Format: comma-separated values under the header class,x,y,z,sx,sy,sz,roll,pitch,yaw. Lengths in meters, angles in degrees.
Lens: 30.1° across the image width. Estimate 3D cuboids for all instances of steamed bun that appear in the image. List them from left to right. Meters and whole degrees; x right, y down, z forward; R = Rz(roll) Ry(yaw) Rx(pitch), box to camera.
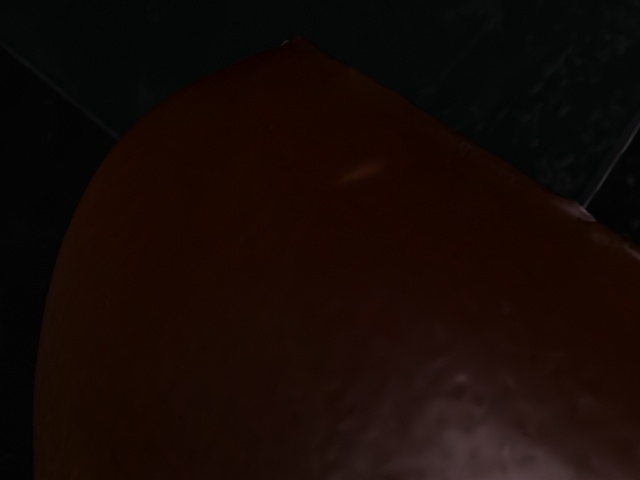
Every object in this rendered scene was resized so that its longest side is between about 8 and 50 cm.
class,x,y,z,sx,sy,sz,roll,pitch,yaw
steamed bun,0.062,0.119,0.416,0.379,0.235,0.248,38,97,30

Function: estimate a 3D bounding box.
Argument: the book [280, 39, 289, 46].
class,x,y,z,sx,sy,sz,roll,pitch,yaw
book,0.000,0.000,0.626,0.138,0.016,0.199,-51,57,11
